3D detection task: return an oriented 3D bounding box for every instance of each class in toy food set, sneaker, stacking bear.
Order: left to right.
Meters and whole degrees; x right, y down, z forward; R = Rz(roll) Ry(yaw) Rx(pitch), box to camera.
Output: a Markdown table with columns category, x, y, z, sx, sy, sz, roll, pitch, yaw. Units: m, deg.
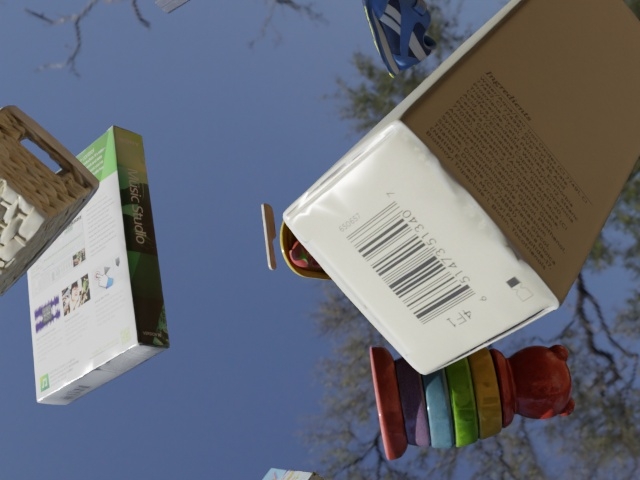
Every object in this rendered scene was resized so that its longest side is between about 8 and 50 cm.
| category | x | y | z | sx | sy | sz | roll | pitch | yaw |
| --- | --- | --- | --- | --- | --- | --- | --- | --- | --- |
| toy food set | 0.000 | 0.000 | 1.648 | 0.218 | 0.071 | 0.128 | 8 | -103 | -46 |
| sneaker | 0.071 | -0.225 | 0.890 | 0.144 | 0.059 | 0.053 | 65 | -171 | -45 |
| stacking bear | 0.228 | 0.224 | 1.393 | 0.164 | 0.289 | 0.175 | 39 | -138 | -85 |

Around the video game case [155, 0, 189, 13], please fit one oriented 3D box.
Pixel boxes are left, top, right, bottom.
| category | x | y | z | sx | sy | sz | roll | pitch | yaw |
| --- | --- | --- | --- | --- | --- | --- | --- | --- | --- |
| video game case | -0.064 | -0.374 | 1.020 | 0.026 | 0.274 | 0.196 | 39 | 162 | -23 |

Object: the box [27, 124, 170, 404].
| category | x | y | z | sx | sy | sz | roll | pitch | yaw |
| --- | --- | --- | --- | --- | --- | --- | --- | --- | --- |
| box | -0.315 | 0.036 | 1.284 | 0.058 | 0.232 | 0.322 | 14 | -125 | -47 |

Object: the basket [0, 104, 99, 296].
| category | x | y | z | sx | sy | sz | roll | pitch | yaw |
| --- | --- | --- | --- | --- | --- | --- | --- | --- | --- |
| basket | -0.300 | -0.019 | 0.835 | 0.113 | 0.167 | 0.103 | 42 | -158 | -10 |

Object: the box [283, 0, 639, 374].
| category | x | y | z | sx | sy | sz | roll | pitch | yaw |
| --- | --- | --- | --- | --- | --- | --- | --- | --- | --- |
| box | 0.104 | -0.058 | 0.515 | 0.113 | 0.094 | 0.275 | 49 | -138 | -3 |

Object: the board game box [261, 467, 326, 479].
| category | x | y | z | sx | sy | sz | roll | pitch | yaw |
| --- | --- | --- | --- | --- | --- | --- | --- | --- | --- |
| board game box | -0.017 | 0.326 | 0.926 | 0.142 | 0.275 | 0.144 | 38 | -106 | -1 |
